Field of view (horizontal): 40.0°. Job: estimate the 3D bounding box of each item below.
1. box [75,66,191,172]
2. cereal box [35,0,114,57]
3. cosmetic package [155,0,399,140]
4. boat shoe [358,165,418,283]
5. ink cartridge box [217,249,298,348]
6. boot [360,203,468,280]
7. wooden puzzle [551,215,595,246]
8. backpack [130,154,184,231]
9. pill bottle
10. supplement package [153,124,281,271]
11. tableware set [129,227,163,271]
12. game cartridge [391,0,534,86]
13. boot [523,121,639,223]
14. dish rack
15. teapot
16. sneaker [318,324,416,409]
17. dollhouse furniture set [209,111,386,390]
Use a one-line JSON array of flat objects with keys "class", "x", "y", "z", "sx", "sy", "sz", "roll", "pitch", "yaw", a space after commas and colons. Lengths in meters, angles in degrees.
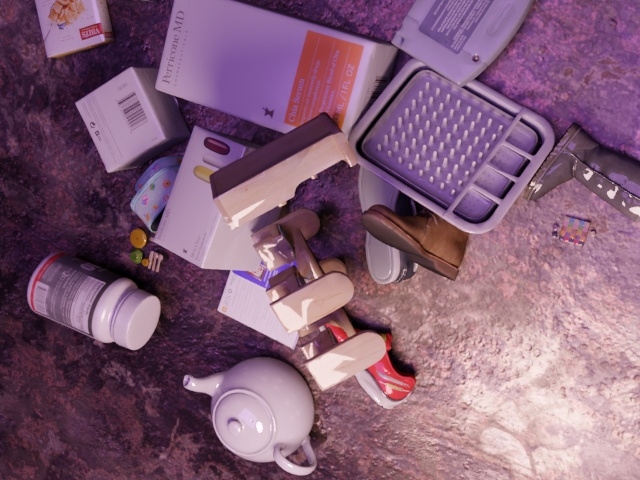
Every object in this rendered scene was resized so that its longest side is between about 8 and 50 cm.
[{"class": "box", "x": -0.423, "y": -0.274, "z": 1.988, "sx": 0.182, "sy": 0.119, "sz": 0.181, "roll": -26, "pitch": 88, "yaw": 25}, {"class": "cereal box", "x": -0.584, "y": -0.561, "z": 2.046, "sx": 0.173, "sy": 0.047, "sz": 0.240, "roll": -10, "pitch": 95, "yaw": 24}, {"class": "cosmetic package", "x": -0.093, "y": -0.357, "z": 1.816, "sx": 0.453, "sy": 0.161, "sz": 0.230, "roll": 20, "pitch": 106, "yaw": 19}, {"class": "boat shoe", "x": 0.147, "y": -0.064, "z": 1.806, "sx": 0.114, "sy": 0.091, "sz": 0.302, "roll": 9, "pitch": 101, "yaw": 47}, {"class": "ink cartridge box", "x": -0.109, "y": 0.108, "z": 1.960, "sx": 0.208, "sy": 0.045, "sz": 0.206, "roll": 25, "pitch": 106, "yaw": 19}, {"class": "boot", "x": 0.187, "y": -0.024, "z": 1.695, "sx": 0.112, "sy": 0.305, "sz": 0.115, "roll": 25, "pitch": 88, "yaw": 42}, {"class": "wooden puzzle", "x": 0.494, "y": -0.018, "z": 1.712, "sx": 0.083, "sy": 0.006, "sz": 0.049, "roll": 18, "pitch": 105, "yaw": 19}, {"class": "backpack", "x": -0.326, "y": -0.101, "z": 1.938, "sx": 0.166, "sy": 0.188, "sz": 0.144, "roll": -44, "pitch": 81, "yaw": 23}, {"class": "pill bottle", "x": -0.532, "y": 0.145, "z": 2.079, "sx": 0.283, "sy": 0.161, "sz": 0.161, "roll": 20, "pitch": 106, "yaw": 18}, {"class": "supplement package", "x": -0.197, "y": -0.084, "z": 1.848, "sx": 0.145, "sy": 0.204, "sz": 0.262, "roll": 25, "pitch": 99, "yaw": 30}, {"class": "tableware set", "x": -0.403, "y": -0.008, "z": 2.078, "sx": 0.104, "sy": 0.024, "sz": 0.154, "roll": 21, "pitch": 107, "yaw": 22}, {"class": "game cartridge", "x": 0.294, "y": -0.454, "z": 1.680, "sx": 0.196, "sy": 0.060, "sz": 0.294, "roll": 37, "pitch": 103, "yaw": 18}, {"class": "boot", "x": 0.516, "y": -0.100, "z": 1.663, "sx": 0.208, "sy": 0.076, "sz": 0.190, "roll": 36, "pitch": 112, "yaw": 6}, {"class": "dish rack", "x": 0.248, "y": -0.180, "z": 1.698, "sx": 0.333, "sy": 0.072, "sz": 0.285, "roll": 34, "pitch": 74, "yaw": 14}, {"class": "teapot", "x": -0.143, "y": 0.391, "z": 1.945, "sx": 0.256, "sy": 0.187, "sz": 0.252, "roll": -9, "pitch": 95, "yaw": 23}, {"class": "sneaker", "x": 0.096, "y": 0.227, "z": 1.884, "sx": 0.118, "sy": 0.107, "sz": 0.279, "roll": -42, "pitch": 85, "yaw": 4}, {"class": "dollhouse furniture set", "x": 0.000, "y": 0.000, "z": 1.663, "sx": 0.256, "sy": 0.362, "sz": 0.394, "roll": -29, "pitch": 112, "yaw": 2}]
